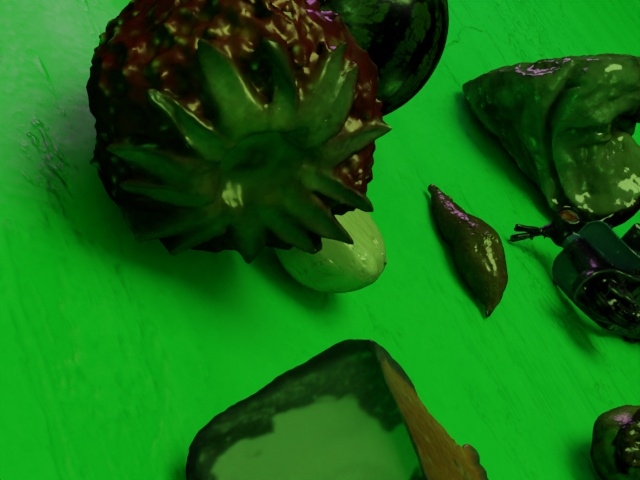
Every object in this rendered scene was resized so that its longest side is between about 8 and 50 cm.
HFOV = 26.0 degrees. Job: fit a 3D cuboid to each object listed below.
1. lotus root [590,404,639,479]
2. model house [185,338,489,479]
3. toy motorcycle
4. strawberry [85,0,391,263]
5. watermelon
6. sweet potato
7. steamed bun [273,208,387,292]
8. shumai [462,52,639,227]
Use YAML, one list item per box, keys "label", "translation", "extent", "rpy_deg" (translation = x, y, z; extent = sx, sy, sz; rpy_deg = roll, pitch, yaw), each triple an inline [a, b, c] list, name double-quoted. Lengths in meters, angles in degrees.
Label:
- label: "lotus root"
  translation: [0.374, 0.242, 1.586]
  extent: [0.258, 0.097, 0.110]
  rpy_deg: [13, 46, -59]
- label: "model house"
  translation: [0.065, 0.268, 1.056]
  extent: [0.301, 0.190, 0.271]
  rpy_deg: [43, 17, -40]
- label: "toy motorcycle"
  translation: [0.414, 0.050, 1.905]
  extent: [0.358, 0.125, 0.212]
  rpy_deg: [10, 34, -52]
- label: "strawberry"
  translation: [-0.091, -0.152, 1.282]
  extent: [0.292, 0.292, 0.343]
  rpy_deg: [25, 27, -35]
- label: "watermelon"
  translation: [0.023, -0.271, 1.658]
  extent: [0.269, 0.269, 0.269]
  rpy_deg: [34, 28, -21]
- label: "sweet potato"
  translation: [0.185, -0.004, 1.706]
  extent: [0.068, 0.068, 0.226]
  rpy_deg: [21, 34, -39]
- label: "steamed bun"
  translation: [0.000, 0.000, 1.397]
  extent: [0.130, 0.091, 0.112]
  rpy_deg: [56, 23, -2]
- label: "shumai"
  translation: [0.367, -0.135, 2.081]
  extent: [0.309, 0.304, 0.263]
  rpy_deg: [-5, 89, -60]
